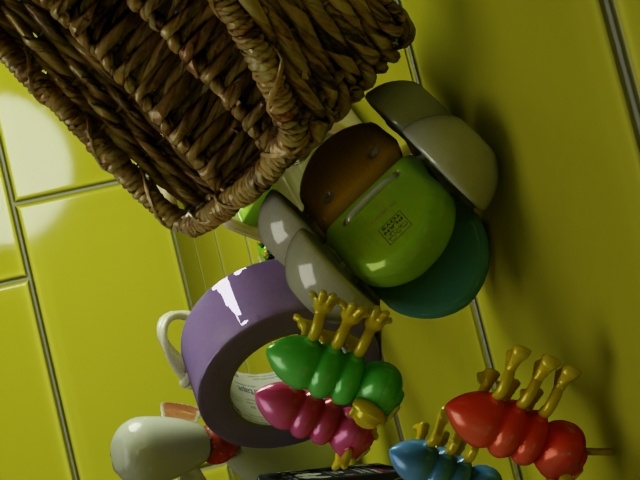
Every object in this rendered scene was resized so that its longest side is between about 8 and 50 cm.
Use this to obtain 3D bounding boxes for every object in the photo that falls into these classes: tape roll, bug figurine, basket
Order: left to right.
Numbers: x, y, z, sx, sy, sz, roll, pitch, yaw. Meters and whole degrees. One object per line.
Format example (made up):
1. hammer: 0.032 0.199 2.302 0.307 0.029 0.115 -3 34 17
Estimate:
1. basket: -0.113 -0.165 0.889 0.299 0.223 0.213 47 176 -8
2. tape roll: -0.040 0.114 1.308 0.080 0.189 0.189 -117 18 -48
3. bug figurine: 0.061 0.122 0.862 0.279 0.216 0.072 111 -178 -71

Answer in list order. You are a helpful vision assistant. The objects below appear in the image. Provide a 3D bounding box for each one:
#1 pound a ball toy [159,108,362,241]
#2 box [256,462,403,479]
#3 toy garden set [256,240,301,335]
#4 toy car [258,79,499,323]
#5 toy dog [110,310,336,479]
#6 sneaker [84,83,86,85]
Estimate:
1. pound a ball toy: -0.064 -0.085 1.256 0.208 0.135 0.319 -62 28 19
2. box: 0.026 0.353 1.302 0.163 0.142 0.247 148 117 -77
3. toy garden set: -0.060 0.008 1.616 0.244 0.049 0.204 89 163 -44
4. toy car: 0.055 -0.010 0.908 0.136 0.159 0.182 44 -175 -28
5. toy dog: -0.104 0.240 1.468 0.161 0.333 0.220 -33 40 39
6. sneaker: -0.157 -0.241 1.327 0.109 0.286 0.130 41 170 12
